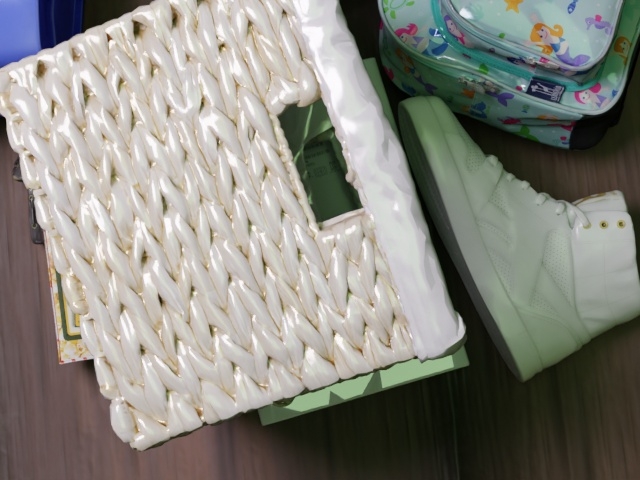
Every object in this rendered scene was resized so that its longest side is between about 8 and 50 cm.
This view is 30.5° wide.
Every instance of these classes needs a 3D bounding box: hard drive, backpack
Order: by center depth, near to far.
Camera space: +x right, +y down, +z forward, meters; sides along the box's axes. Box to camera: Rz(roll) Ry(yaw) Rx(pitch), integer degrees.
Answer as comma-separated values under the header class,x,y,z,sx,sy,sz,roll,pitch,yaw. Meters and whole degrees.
class,x,y,z,sx,sy,sz,roll,pitch,yaw
backpack,0.180,-0.224,1.111,0.254,0.191,0.225,17,73,14
hard drive,0.000,0.000,1.168,0.210,0.040,0.318,-17,83,2

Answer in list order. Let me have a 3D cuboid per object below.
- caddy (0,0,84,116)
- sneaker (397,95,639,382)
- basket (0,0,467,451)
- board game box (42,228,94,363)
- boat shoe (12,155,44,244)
class,x,y,z,sx,sy,sz,roll,pitch,yaw
caddy,-0.329,-0.272,1.113,0.179,0.241,0.341,0,73,-1
sneaker,0.199,-0.031,1.123,0.169,0.108,0.292,-27,98,-1
basket,-0.062,-0.030,0.981,0.266,0.331,0.328,-20,89,3
board game box,-0.195,0.015,1.152,0.147,0.045,0.193,-6,88,-14
boat shoe,-0.287,-0.070,1.188,0.049,0.056,0.152,-14,83,-3
